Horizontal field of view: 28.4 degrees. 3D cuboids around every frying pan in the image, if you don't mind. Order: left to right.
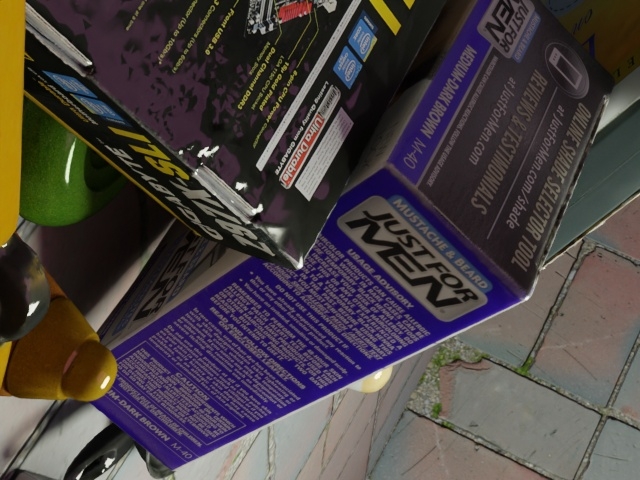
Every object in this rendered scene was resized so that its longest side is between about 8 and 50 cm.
[{"bbox_3d":[-0.126,0.135,0.996,0.326,0.053,0.197,-47,159,-48],"label":"frying pan"}]

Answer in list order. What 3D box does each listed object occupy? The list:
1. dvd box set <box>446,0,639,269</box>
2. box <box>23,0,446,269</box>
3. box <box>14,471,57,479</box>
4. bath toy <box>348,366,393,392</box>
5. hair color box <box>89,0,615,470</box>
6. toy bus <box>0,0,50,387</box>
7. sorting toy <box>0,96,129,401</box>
[{"bbox_3d":[0.154,-0.179,0.909,0.307,0.062,0.420,-45,-148,49],"label":"dvd box set"},{"bbox_3d":[-0.021,-0.186,0.531,0.322,0.079,0.257,-62,143,-12],"label":"box"},{"bbox_3d":[-0.138,0.262,0.890,0.119,0.181,0.182,-63,167,-12],"label":"box"},{"bbox_3d":[0.030,0.076,1.371,0.348,0.129,0.151,83,-10,-70],"label":"bath toy"},{"bbox_3d":[0.000,0.000,0.756,0.339,0.110,0.185,-31,-159,45],"label":"hair color box"},{"bbox_3d":[-0.161,-0.027,0.372,0.108,0.130,0.332,-50,161,-45],"label":"toy bus"},{"bbox_3d":[-0.092,-0.031,0.655,0.365,0.126,0.127,-51,161,-45],"label":"sorting toy"}]
